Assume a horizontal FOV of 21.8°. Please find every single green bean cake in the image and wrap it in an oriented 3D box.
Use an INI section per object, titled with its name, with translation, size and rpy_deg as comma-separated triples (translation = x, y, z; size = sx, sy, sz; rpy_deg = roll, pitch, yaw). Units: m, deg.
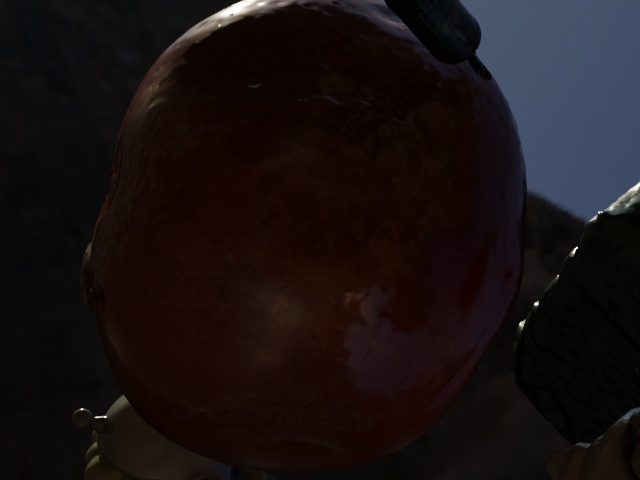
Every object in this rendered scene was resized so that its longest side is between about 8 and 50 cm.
[green bean cake]
translation = 0.340, 0.110, 1.451
size = 0.300, 0.169, 0.308
rpy_deg = 46, -30, 14

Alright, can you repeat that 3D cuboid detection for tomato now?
[tomato]
translation = 0.000, 0.003, 0.783
size = 0.188, 0.232, 0.232
rpy_deg = 14, -66, 19

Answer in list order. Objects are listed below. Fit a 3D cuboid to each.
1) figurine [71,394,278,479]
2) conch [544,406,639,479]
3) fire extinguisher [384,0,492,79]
[figurine]
translation = -0.067, 0.140, 1.110
size = 0.147, 0.197, 0.093
rpy_deg = -109, -159, -66
[conch]
translation = 0.166, 0.108, 0.624
size = 0.176, 0.094, 0.104
rpy_deg = 26, -53, 37
[fire extinguisher]
translation = 0.048, -0.098, 0.710
size = 0.025, 0.083, 0.038
rpy_deg = -40, -126, 9
